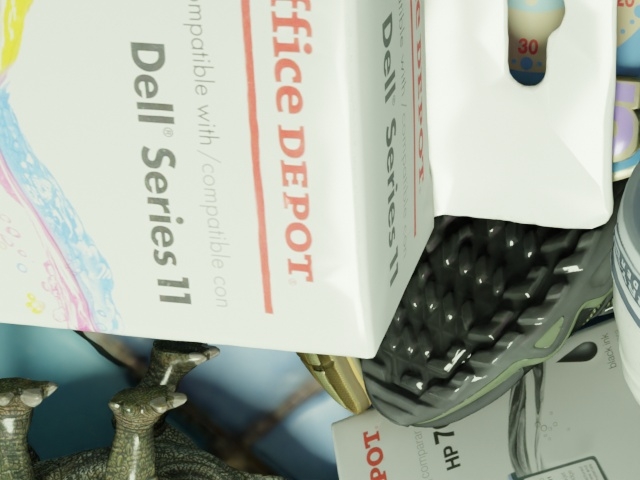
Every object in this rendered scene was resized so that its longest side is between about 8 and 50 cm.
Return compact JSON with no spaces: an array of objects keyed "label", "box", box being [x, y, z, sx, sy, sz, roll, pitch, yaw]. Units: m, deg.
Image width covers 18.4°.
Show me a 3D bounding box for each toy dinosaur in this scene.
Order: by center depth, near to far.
[{"label":"toy dinosaur","box":[-0.119,0.134,0.922,0.313,0.121,0.160,-4,105,-5]}]

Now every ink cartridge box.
[{"label":"ink cartridge box","box":[-0.069,-0.077,0.758,0.353,0.119,0.207,4,119,15]},{"label":"ink cartridge box","box":[0.112,0.124,0.897,0.190,0.140,0.082,-21,140,13]}]

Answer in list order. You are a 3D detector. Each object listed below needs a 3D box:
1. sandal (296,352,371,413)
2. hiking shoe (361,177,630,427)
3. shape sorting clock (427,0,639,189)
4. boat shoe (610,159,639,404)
[{"label":"sandal","box":[0.000,0.000,0.891,0.049,0.072,0.180,-23,114,-14]},{"label":"hiking shoe","box":[0.121,0.009,0.868,0.227,0.086,0.114,-43,139,10]},{"label":"shape sorting clock","box":[0.087,-0.121,0.791,0.206,0.040,0.206,3,100,20]},{"label":"boat shoe","box":[0.277,-0.021,0.823,0.367,0.136,0.156,-30,148,-18]}]
